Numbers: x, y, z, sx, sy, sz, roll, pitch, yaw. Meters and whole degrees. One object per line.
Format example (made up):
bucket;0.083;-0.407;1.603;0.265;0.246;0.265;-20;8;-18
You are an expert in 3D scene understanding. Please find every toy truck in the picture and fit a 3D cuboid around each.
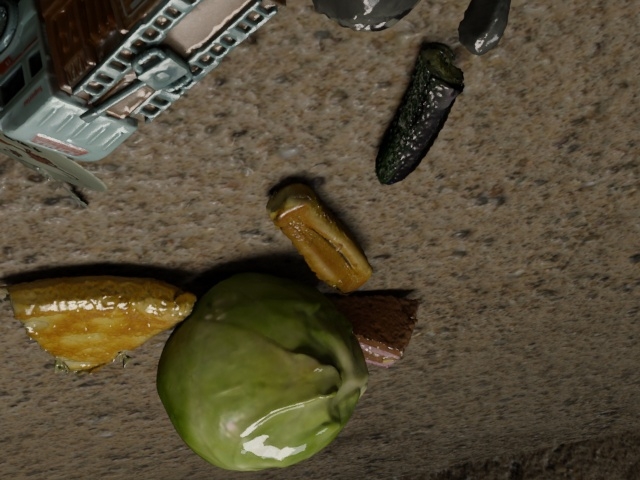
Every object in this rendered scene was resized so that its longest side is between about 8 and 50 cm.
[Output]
toy truck;-0.176;-0.192;0.847;0.305;0.162;0.136;-33;147;30

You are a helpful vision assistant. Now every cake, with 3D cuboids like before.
cake;0.030;0.158;1.640;0.295;0.113;0.116;6;146;-13

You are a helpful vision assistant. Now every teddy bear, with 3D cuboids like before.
teddy bear;0.096;-0.258;0.874;0.251;0.171;0.144;-4;-177;-27

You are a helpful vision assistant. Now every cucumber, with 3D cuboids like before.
cucumber;0.122;-0.147;1.183;0.067;0.067;0.245;-6;153;-16

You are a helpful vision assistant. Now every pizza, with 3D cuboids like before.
pizza;-0.367;0.132;1.436;0.280;0.075;0.288;7;147;-28

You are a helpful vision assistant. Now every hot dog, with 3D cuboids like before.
hot dog;0.001;-0.001;1.378;0.083;0.068;0.289;-41;145;-1

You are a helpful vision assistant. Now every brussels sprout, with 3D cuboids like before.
brussels sprout;-0.098;0.199;1.464;0.328;0.328;0.247;-10;177;-9

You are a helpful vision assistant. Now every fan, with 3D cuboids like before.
fan;-0.312;-0.077;1.058;0.190;0.009;0.329;22;169;6
